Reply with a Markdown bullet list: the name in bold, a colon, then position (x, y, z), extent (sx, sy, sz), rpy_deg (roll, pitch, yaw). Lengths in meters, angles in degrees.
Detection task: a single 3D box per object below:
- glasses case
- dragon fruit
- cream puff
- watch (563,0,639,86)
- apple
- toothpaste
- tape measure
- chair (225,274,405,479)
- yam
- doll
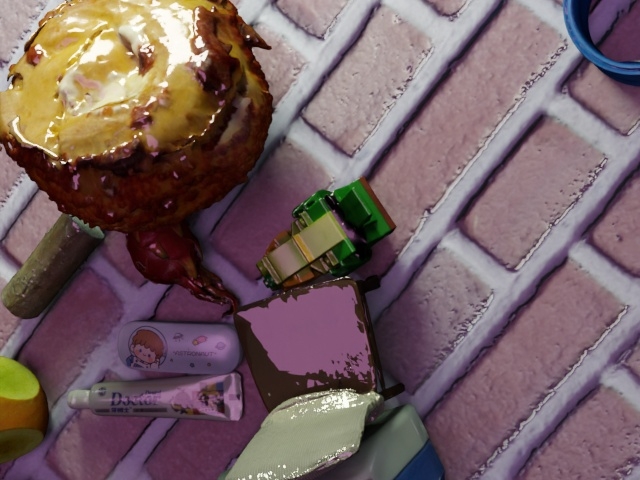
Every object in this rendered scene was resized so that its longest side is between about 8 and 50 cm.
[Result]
- **glasses case**: position (-0.189, 0.143, 1.319), extent (0.178, 0.045, 0.067), rpy_deg (1, 92, 17)
- **dragon fruit**: position (-0.188, 0.034, 1.296), extent (0.094, 0.094, 0.190), rpy_deg (-37, 93, 15)
- **cream puff**: position (-0.211, -0.158, 1.212), extent (0.350, 0.229, 0.350), rpy_deg (-8, 62, 15)
- **watch**: position (0.375, -0.270, 1.082), extent (0.200, 0.171, 0.196), rpy_deg (3, 82, 28)
- **apple**: position (-0.469, 0.242, 1.355), extent (0.163, 0.147, 0.146), rpy_deg (41, 104, 9)
- **toothpaste**: position (-0.228, 0.215, 1.342), extent (0.255, 0.037, 0.067), rpy_deg (-3, 88, 13)
- **tape measure**: position (0.006, 0.309, 1.165), extent (0.262, 0.259, 0.138), rpy_deg (-20, 86, 21)
- **chair**: position (-0.013, 0.147, 1.124), extent (0.160, 0.319, 0.186), rpy_deg (-15, 88, 16)
- **yam**: position (-0.370, 0.033, 1.359), extent (0.068, 0.068, 0.169), rpy_deg (46, 108, 10)
- **doll**: position (0.003, -0.001, 1.209), extent (0.186, 0.134, 0.106), rpy_deg (-35, 84, 21)
